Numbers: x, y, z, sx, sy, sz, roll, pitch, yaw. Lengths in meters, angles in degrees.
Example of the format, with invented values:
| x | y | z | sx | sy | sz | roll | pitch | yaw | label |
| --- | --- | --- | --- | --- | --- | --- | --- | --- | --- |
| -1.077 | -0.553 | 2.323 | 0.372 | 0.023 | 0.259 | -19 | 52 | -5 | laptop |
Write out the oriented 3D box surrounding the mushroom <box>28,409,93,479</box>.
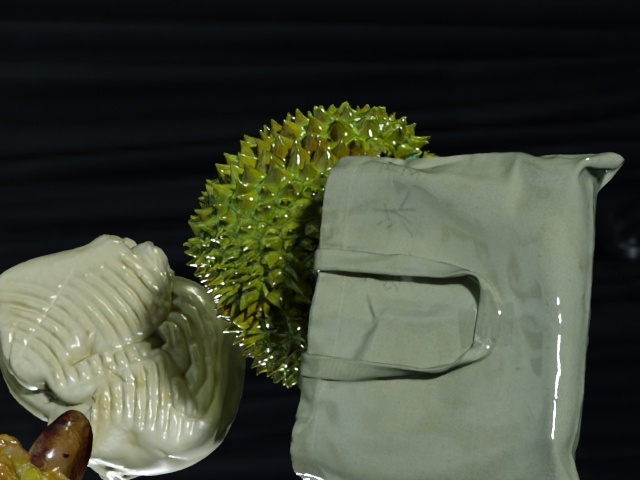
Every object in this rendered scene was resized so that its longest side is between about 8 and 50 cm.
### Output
| x | y | z | sx | sy | sz | roll | pitch | yaw | label |
| --- | --- | --- | --- | --- | --- | --- | --- | --- | --- |
| -0.251 | 0.219 | 1.566 | 0.123 | 0.052 | 0.123 | 23 | 90 | -86 | mushroom |

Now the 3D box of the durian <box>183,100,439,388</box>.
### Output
| x | y | z | sx | sy | sz | roll | pitch | yaw | label |
| --- | --- | --- | --- | --- | --- | --- | --- | --- | --- |
| -0.003 | -0.002 | 1.603 | 0.224 | 0.291 | 0.291 | 32 | -55 | 41 | durian |

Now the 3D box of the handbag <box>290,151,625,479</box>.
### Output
| x | y | z | sx | sy | sz | roll | pitch | yaw | label |
| --- | --- | --- | --- | --- | --- | --- | --- | --- | --- |
| 0.109 | 0.076 | 1.356 | 0.109 | 0.253 | 0.316 | 35 | 60 | -64 | handbag |

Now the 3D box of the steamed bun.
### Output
| x | y | z | sx | sy | sz | roll | pitch | yaw | label |
| --- | --- | --- | --- | --- | --- | --- | --- | --- | --- |
| -0.227 | 0.145 | 1.909 | 0.203 | 0.289 | 0.276 | 61 | 30 | -66 | steamed bun |

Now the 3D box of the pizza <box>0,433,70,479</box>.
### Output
| x | y | z | sx | sy | sz | roll | pitch | yaw | label |
| --- | --- | --- | --- | --- | --- | --- | --- | --- | --- |
| -0.227 | 0.219 | 1.203 | 0.058 | 0.197 | 0.292 | -30 | -108 | 35 | pizza |
